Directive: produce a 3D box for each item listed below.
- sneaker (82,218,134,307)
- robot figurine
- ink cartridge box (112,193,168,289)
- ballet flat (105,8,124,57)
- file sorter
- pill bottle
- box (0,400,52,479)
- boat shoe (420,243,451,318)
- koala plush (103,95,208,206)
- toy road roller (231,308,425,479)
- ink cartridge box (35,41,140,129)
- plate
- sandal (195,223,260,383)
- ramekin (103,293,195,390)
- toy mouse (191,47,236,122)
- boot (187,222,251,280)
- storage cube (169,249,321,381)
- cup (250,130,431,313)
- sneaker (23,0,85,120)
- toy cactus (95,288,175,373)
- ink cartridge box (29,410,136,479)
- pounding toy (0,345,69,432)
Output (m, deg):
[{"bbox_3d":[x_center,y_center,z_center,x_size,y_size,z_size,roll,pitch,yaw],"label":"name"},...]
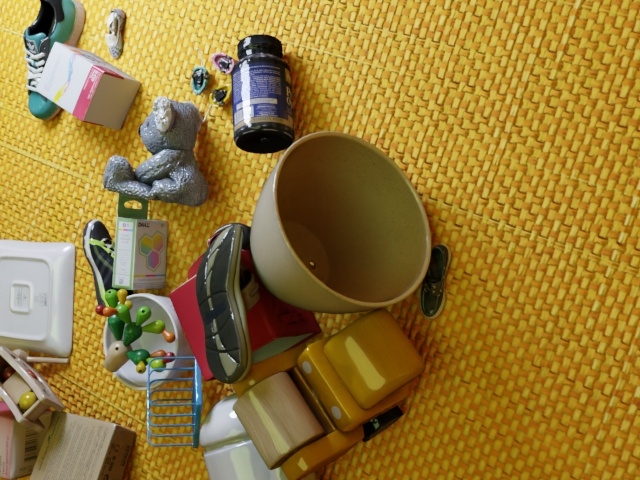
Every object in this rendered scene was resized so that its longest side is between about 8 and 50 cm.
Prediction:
[{"bbox_3d":[-0.465,0.059,1.865,0.097,0.084,0.234,-15,90,21],"label":"sneaker"},{"bbox_3d":[-0.116,0.442,1.591,0.300,0.200,0.353,-37,68,59],"label":"robot figurine"},{"bbox_3d":[-0.394,0.003,1.804,0.062,0.109,0.209,3,90,28],"label":"ink cartridge box"},{"bbox_3d":[-0.482,-0.483,1.901,0.041,0.041,0.114,9,94,28],"label":"ballet flat"},{"bbox_3d":[-0.292,0.322,1.631,0.170,0.105,0.118,103,163,-46],"label":"file sorter"},{"bbox_3d":[-0.118,-0.295,1.644,0.123,0.123,0.219,-13,71,28],"label":"pill bottle"},{"bbox_3d":[-0.783,0.480,1.994,0.232,0.127,0.148,2,90,28],"label":"box"},{"bbox_3d":[0.208,0.076,1.515,0.049,0.040,0.142,11,94,28],"label":"boat shoe"},{"bbox_3d":[-0.319,-0.194,1.734,0.203,0.196,0.221,13,95,17],"label":"koala plush"},{"bbox_3d":[0.032,0.251,1.449,0.202,0.330,0.240,55,135,19],"label":"toy road roller"},{"bbox_3d":[-0.533,-0.354,1.875,0.176,0.128,0.127,32,103,25],"label":"ink cartridge box"},{"bbox_3d":[-0.723,0.139,2.016,0.278,0.045,0.277,2,89,28],"label":"plate"},{"bbox_3d":[-0.157,0.115,1.474,0.120,0.086,0.302,-31,56,40],"label":"sandal"},{"bbox_3d":[-0.359,0.217,1.781,0.207,0.109,0.207,-1,88,28],"label":"ramekin"},{"bbox_3d":[-0.227,-0.358,1.765,0.161,0.031,0.143,-40,71,21],"label":"toy mouse"},{"bbox_3d":[-0.212,0.031,1.668,0.244,0.176,0.088,-30,76,26],"label":"boot"},{"bbox_3d":[-0.151,0.146,1.627,0.215,0.184,0.193,-32,74,24],"label":"storage cube"},{"bbox_3d":[0.000,0.000,1.502,0.237,0.331,0.331,-34,72,49],"label":"cup"},{"bbox_3d":[-0.661,-0.440,1.951,0.108,0.121,0.302,19,98,28],"label":"sneaker"},{"bbox_3d":[-0.401,0.210,1.694,0.219,0.112,0.180,43,119,12],"label":"toy cactus"},{"bbox_3d":[-0.546,0.519,1.845,0.193,0.088,0.234,5,69,29],"label":"ink cartridge box"},{"bbox_3d":[-0.677,0.305,1.895,0.155,0.154,0.269,-46,44,-11],"label":"pounding toy"}]
